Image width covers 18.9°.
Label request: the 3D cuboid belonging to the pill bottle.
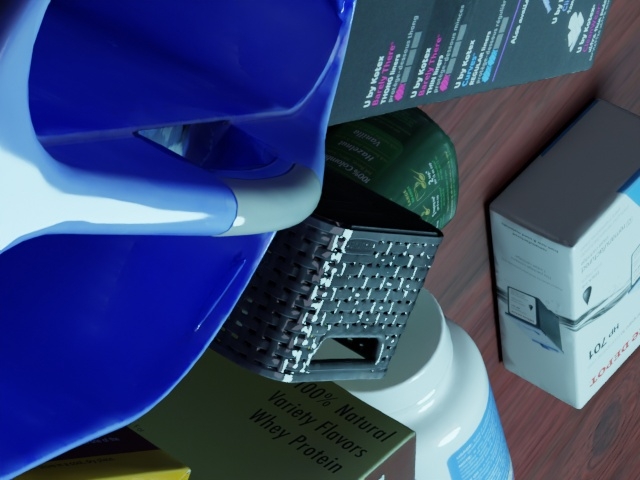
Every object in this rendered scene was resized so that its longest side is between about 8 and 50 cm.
[{"bbox_3d":[0.058,0.121,1.294,0.124,0.124,0.221,-48,147,-21],"label":"pill bottle"}]

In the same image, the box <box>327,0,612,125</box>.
[{"bbox_3d":[0.025,-0.164,0.972,0.270,0.165,0.143,-17,129,-50],"label":"box"}]

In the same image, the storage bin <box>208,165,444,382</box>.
[{"bbox_3d":[-0.044,-0.005,0.987,0.122,0.180,0.084,4,110,-57],"label":"storage bin"}]

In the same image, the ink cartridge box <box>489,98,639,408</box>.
[{"bbox_3d":[0.203,0.012,1.459,0.139,0.082,0.190,-43,144,-26],"label":"ink cartridge box"}]

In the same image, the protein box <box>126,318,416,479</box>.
[{"bbox_3d":[-0.088,0.158,1.037,0.201,0.200,0.136,-37,142,-35],"label":"protein box"}]

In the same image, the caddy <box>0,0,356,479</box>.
[{"bbox_3d":[-0.087,-0.045,0.698,0.241,0.179,0.341,-68,166,13],"label":"caddy"}]

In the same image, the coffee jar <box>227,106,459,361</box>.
[{"bbox_3d":[0.000,0.000,1.154,0.184,0.079,0.096,-43,148,-29],"label":"coffee jar"}]

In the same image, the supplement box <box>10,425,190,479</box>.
[{"bbox_3d":[-0.203,0.117,0.840,0.191,0.194,0.129,2,113,-56],"label":"supplement box"}]
